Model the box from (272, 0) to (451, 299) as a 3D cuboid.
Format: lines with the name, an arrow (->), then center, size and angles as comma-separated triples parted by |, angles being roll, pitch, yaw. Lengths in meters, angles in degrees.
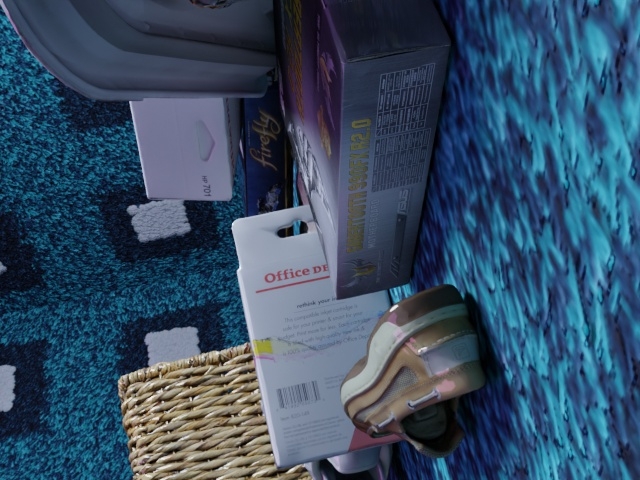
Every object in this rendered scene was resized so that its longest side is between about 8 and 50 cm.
box -> 0.014, -0.098, 0.518 | 0.231, 0.056, 0.183 | 90, 167, -58

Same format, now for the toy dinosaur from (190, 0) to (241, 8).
toy dinosaur -> -0.012, -0.233, 0.312 | 0.322, 0.164, 0.218 | -39, 74, 40

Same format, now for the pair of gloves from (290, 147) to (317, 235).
pair of gloves -> 0.000, 0.000, 0.847 | 0.240, 0.042, 0.204 | 120, 138, -78

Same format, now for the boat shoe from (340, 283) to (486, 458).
boat shoe -> 0.056, 0.098, 0.496 | 0.190, 0.068, 0.072 | 94, 152, -64

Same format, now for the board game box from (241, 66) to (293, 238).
board game box -> -0.052, -0.072, 0.880 | 0.165, 0.042, 0.243 | -88, -1, -60

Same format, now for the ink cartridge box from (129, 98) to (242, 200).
ink cartridge box -> -0.113, -0.148, 0.756 | 0.191, 0.082, 0.140 | -86, -3, -47

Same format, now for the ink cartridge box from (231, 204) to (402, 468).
ink cartridge box -> 0.000, 0.073, 0.671 | 0.067, 0.115, 0.198 | 102, 157, -73

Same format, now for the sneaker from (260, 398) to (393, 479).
sneaker -> 0.005, 0.198, 0.825 | 0.305, 0.114, 0.152 | 94, 164, -66

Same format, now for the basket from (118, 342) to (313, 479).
basket -> -0.114, 0.291, 1.183 | 0.213, 0.299, 0.223 | 88, 166, -59

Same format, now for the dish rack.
dish rack -> -0.121, -0.235, 0.547 | 0.286, 0.072, 0.333 | 63, -161, -1
